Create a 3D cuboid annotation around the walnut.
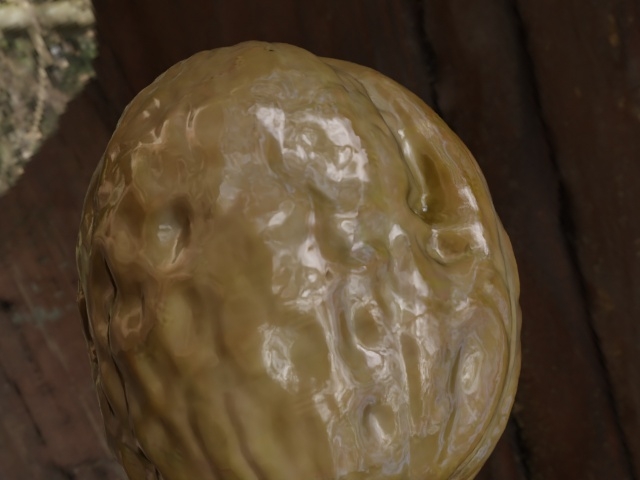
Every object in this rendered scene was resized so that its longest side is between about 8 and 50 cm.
[{"bbox_3d":[-0.010,0.017,0.439,0.155,0.155,0.184,77,-2,-71],"label":"walnut"}]
